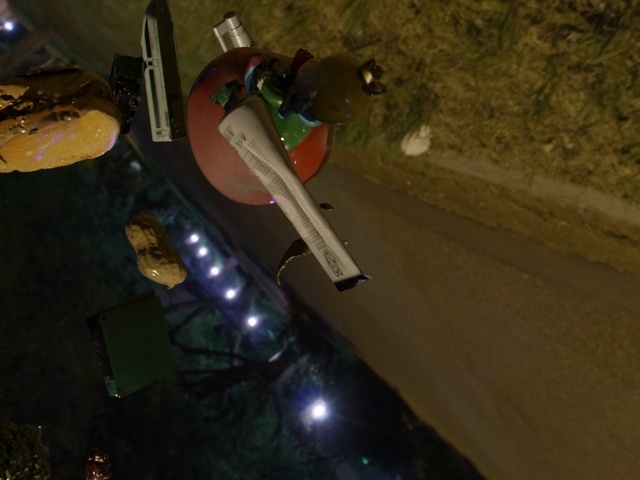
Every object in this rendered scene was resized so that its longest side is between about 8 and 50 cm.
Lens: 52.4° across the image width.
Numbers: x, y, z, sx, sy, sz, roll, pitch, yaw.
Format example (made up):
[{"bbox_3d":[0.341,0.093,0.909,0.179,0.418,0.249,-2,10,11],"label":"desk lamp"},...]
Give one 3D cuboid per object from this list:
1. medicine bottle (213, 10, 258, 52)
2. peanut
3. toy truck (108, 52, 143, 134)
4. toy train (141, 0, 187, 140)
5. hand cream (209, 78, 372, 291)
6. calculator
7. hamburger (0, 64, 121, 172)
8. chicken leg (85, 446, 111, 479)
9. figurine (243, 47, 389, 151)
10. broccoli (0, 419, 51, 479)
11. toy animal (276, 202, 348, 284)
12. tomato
[{"bbox_3d":[-0.203,-0.485,1.697,0.061,0.092,0.221,37,162,42],"label":"medicine bottle"},{"bbox_3d":[-0.588,0.042,2.303,0.291,0.143,0.159,62,-167,-11],"label":"peanut"},{"bbox_3d":[-0.591,-0.425,1.937,0.259,0.088,0.121,-44,50,55],"label":"toy truck"},{"bbox_3d":[-0.467,-0.496,1.894,0.086,0.088,0.407,-30,-60,-61],"label":"toy train"},{"bbox_3d":[-0.043,-0.072,0.915,0.336,0.076,0.121,57,163,-3],"label":"hand cream"},{"bbox_3d":[-0.561,0.309,1.956,0.058,0.248,0.274,-10,97,39],"label":"calculator"},{"bbox_3d":[-0.405,-0.176,0.977,0.108,0.213,0.214,64,174,2],"label":"hamburger"},{"bbox_3d":[-0.541,0.567,1.583,0.089,0.048,0.219,46,140,24],"label":"chicken leg"},{"bbox_3d":[-0.013,-0.256,1.050,0.127,0.234,0.185,9,-119,-44],"label":"figurine"},{"bbox_3d":[-0.808,0.604,1.567,0.272,0.334,0.324,-10,113,41],"label":"broccoli"},{"bbox_3d":[0.000,0.000,1.257,0.095,0.219,0.155,34,-151,-3],"label":"toy animal"},{"bbox_3d":[-0.124,-0.227,1.349,0.321,0.321,0.321,51,174,8],"label":"tomato"}]
